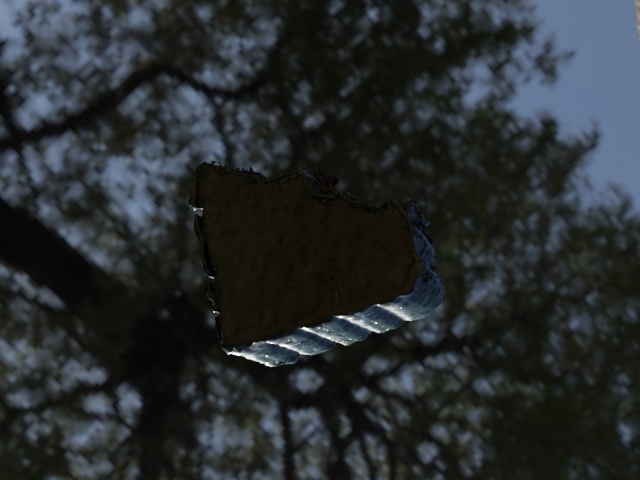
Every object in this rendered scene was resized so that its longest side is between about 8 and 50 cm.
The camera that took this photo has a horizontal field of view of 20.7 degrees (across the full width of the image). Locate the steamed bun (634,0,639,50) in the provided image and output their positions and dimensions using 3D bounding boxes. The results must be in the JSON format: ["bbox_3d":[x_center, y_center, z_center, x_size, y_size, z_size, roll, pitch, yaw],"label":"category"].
[{"bbox_3d":[0.487,-0.210,1.896,0.241,0.374,0.374,-13,-145,-3],"label":"steamed bun"}]

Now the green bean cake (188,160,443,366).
[{"bbox_3d":[0.000,0.000,1.572,0.208,0.107,0.193,-19,-115,20],"label":"green bean cake"}]
